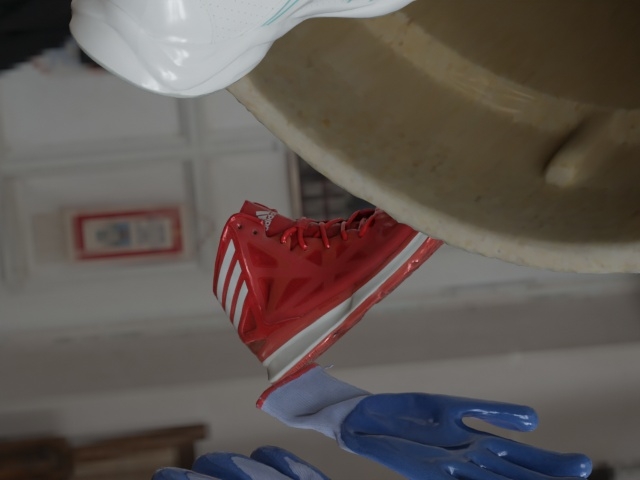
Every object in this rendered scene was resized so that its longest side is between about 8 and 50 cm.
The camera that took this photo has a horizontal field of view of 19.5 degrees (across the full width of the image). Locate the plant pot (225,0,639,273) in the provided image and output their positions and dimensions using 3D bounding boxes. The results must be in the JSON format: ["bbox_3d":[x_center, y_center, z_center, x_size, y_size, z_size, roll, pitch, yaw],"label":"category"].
[{"bbox_3d":[0.126,-0.208,0.671,0.305,0.333,0.334,-41,140,-40],"label":"plant pot"}]

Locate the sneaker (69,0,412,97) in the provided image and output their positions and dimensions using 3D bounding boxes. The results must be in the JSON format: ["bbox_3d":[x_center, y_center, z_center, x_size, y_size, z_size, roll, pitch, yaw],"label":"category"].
[{"bbox_3d":[0.000,-0.087,0.475,0.152,0.053,0.061,-38,160,-49],"label":"sneaker"}]

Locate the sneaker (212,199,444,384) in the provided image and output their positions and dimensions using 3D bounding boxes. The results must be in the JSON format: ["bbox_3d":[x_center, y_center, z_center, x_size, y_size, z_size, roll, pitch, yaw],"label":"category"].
[{"bbox_3d":[0.000,0.000,1.387,0.128,0.221,0.087,48,22,4],"label":"sneaker"}]

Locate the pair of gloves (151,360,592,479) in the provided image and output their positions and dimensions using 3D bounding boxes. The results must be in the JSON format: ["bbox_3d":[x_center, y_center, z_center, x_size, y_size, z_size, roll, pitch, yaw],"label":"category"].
[{"bbox_3d":[0.021,0.106,0.798,0.198,0.159,0.023,-29,131,-52],"label":"pair of gloves"}]
